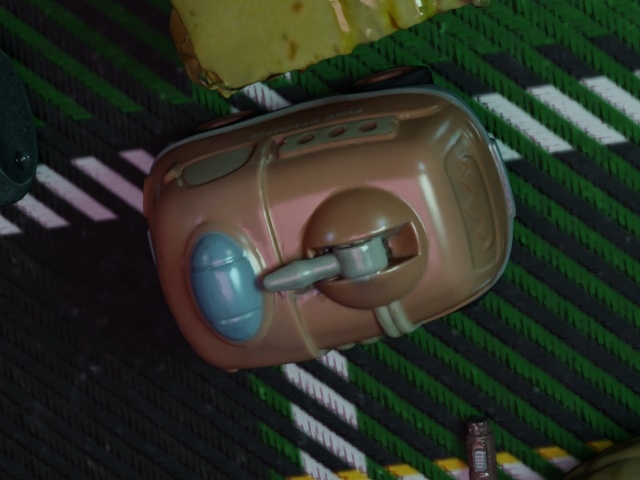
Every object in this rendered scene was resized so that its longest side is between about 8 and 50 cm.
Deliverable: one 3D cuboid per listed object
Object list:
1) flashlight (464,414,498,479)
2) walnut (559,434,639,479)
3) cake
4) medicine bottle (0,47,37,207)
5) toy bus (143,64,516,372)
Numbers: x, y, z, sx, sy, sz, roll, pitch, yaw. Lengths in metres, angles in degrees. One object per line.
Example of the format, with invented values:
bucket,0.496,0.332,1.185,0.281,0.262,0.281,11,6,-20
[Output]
flashlight,0.132,0.196,1.591,0.052,0.031,0.110,-4,103,12
walnut,0.287,0.279,1.471,0.313,0.252,0.277,-8,103,22
cake,-0.016,-0.237,1.402,0.286,0.222,0.227,-17,100,25
medicine bottle,-0.382,-0.065,1.563,0.293,0.141,0.141,-13,101,14
toy bus,0.000,0.000,1.466,0.287,0.232,0.194,-14,104,12
